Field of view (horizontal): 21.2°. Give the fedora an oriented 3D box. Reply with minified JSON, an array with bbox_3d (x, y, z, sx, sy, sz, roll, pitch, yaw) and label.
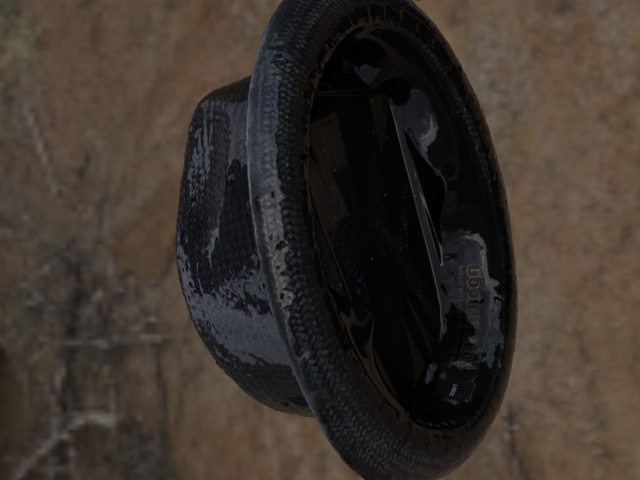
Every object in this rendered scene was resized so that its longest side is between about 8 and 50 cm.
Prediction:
[{"bbox_3d":[0.000,0.000,1.121,0.152,0.334,0.334,-10,81,33],"label":"fedora"}]
